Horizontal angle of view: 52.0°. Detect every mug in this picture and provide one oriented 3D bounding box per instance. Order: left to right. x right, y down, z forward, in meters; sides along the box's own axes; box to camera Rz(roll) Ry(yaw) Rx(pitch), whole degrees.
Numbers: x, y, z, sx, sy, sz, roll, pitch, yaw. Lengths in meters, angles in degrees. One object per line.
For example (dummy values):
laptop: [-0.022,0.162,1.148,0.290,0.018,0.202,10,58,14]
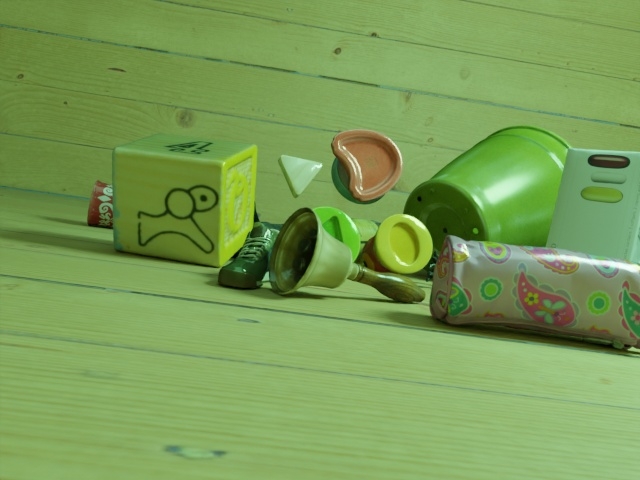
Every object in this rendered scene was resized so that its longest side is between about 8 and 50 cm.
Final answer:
mug: [-0.480,-0.079,1.640,0.169,0.113,0.150,11,4,-10]

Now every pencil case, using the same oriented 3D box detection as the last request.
pencil case: [0.288,0.069,0.855,0.284,0.124,0.124,9,3,-2]

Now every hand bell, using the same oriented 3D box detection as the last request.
hand bell: [0.059,0.051,0.957,0.242,0.126,0.126,21,-4,-29]

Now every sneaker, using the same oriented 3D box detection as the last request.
sneaker: [-0.100,0.019,0.979,0.064,0.086,0.192,9,3,12]

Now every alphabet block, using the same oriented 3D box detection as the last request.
alphabet block: [-0.236,-0.079,1.170,0.197,0.192,0.193,9,21,9]

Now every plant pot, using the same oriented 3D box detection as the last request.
plant pot: [0.392,-0.065,1.560,0.353,0.366,0.367,-20,21,-39]

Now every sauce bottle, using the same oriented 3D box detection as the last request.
sauce bottle: [0.000,0.000,1.380,0.344,0.111,0.111,4,5,-44]

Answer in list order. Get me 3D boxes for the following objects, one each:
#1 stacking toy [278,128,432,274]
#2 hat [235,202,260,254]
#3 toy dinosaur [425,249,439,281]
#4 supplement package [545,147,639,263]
stacking toy: [0.051,-0.055,1.333,0.280,0.308,0.130,-10,-12,-19]
hat: [-0.207,-0.043,1.461,0.332,0.133,0.331,9,2,0]
toy dinosaur: [0.271,0.071,1.297,0.118,0.064,0.268,22,2,4]
supplement package: [0.517,-0.009,1.199,0.145,0.261,0.204,9,-10,35]
